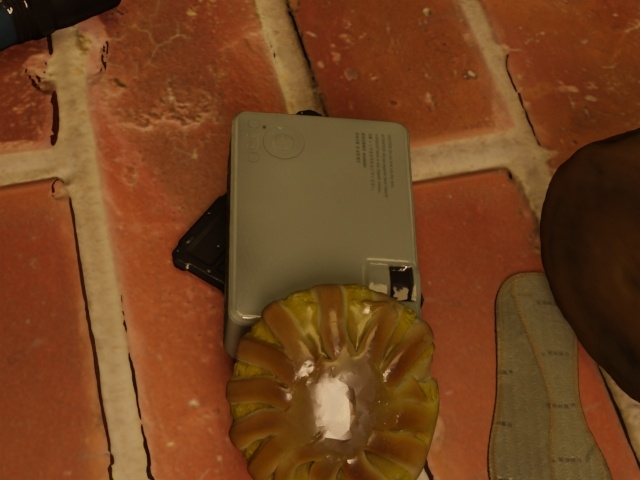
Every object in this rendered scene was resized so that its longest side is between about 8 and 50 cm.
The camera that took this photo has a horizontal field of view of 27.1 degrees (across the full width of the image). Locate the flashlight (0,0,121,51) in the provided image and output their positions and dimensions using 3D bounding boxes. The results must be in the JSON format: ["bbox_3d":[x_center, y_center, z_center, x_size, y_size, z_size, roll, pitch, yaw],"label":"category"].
[{"bbox_3d":[-0.427,-0.235,1.519,0.424,0.103,0.103,-29,59,-20],"label":"flashlight"}]

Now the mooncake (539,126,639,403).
[{"bbox_3d":[0.354,0.023,1.244,0.161,0.290,0.290,-25,58,-26],"label":"mooncake"}]

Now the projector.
[{"bbox_3d":[0.000,0.000,1.341,0.192,0.099,0.257,2,56,-6],"label":"projector"}]

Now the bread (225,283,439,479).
[{"bbox_3d":[0.012,0.144,1.191,0.213,0.105,0.213,0,95,-2],"label":"bread"}]

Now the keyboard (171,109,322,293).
[{"bbox_3d":[-0.048,-0.043,1.436,0.106,0.016,0.262,28,57,18],"label":"keyboard"}]

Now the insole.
[{"bbox_3d":[0.220,0.172,1.291,0.119,0.009,0.348,3,53,0],"label":"insole"}]
